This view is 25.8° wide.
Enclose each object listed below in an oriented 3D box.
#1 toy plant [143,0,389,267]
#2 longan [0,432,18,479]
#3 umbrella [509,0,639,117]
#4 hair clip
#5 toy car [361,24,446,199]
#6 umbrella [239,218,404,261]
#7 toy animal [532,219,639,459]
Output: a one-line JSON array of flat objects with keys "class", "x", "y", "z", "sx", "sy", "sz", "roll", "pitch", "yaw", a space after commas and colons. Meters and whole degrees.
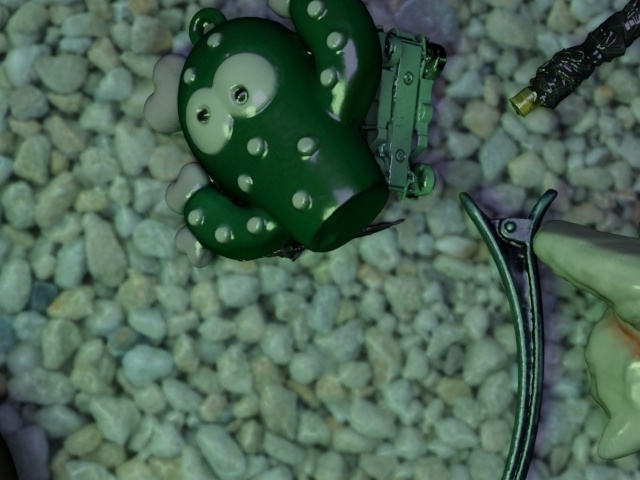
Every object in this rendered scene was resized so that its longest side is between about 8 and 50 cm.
[{"class": "toy plant", "x": -0.045, "y": -0.100, "z": 1.158, "sx": 0.232, "sy": 0.112, "sz": 0.243, "roll": -19, "pitch": 77, "yaw": 28}, {"class": "longan", "x": -0.358, "y": 0.218, "z": 1.098, "sx": 0.246, "sy": 0.215, "sz": 0.246, "roll": 2, "pitch": 60, "yaw": -3}, {"class": "umbrella", "x": 0.224, "y": -0.155, "z": 1.192, "sx": 0.144, "sy": 0.040, "sz": 0.037, "roll": -38, "pitch": 91, "yaw": 0}, {"class": "hair clip", "x": 0.163, "y": 0.094, "z": 1.164, "sx": 0.083, "sy": 0.048, "sz": 0.275, "roll": -2, "pitch": 84, "yaw": 0}, {"class": "toy car", "x": 0.063, "y": -0.106, "z": 1.182, "sx": 0.073, "sy": 0.054, "sz": 0.143, "roll": 4, "pitch": 90, "yaw": -39}, {"class": "umbrella", "x": 0.000, "y": 0.002, "z": 1.198, "sx": 0.148, "sy": 0.022, "sz": 0.022, "roll": -12, "pitch": 109, "yaw": 3}, {"class": "toy animal", "x": 0.361, "y": 0.077, "z": 1.107, "sx": 0.308, "sy": 0.266, "sz": 0.188, "roll": -6, "pitch": 99, "yaw": -39}]
